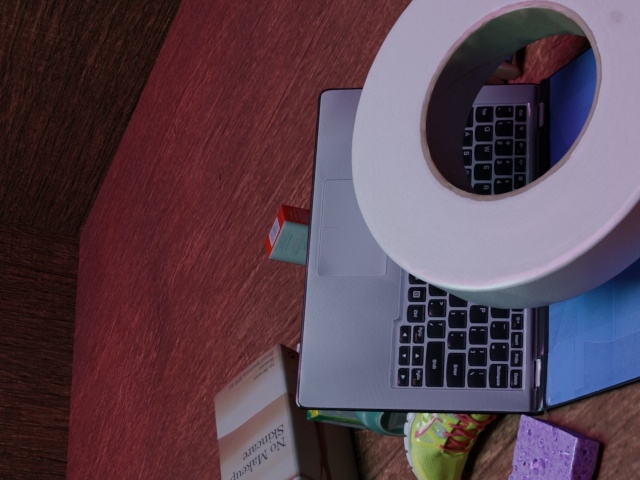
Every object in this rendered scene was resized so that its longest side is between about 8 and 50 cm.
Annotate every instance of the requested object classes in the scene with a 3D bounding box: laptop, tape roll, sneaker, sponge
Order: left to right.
[{"bbox_3d":[0.155,0.186,1.477,0.094,0.082,0.208,30,109,62],"label":"sneaker"},{"bbox_3d":[0.164,-0.034,1.366,0.236,0.408,0.381,62,-149,-66],"label":"laptop"},{"bbox_3d":[0.200,-0.126,1.307,0.392,0.072,0.391,-19,60,36],"label":"tape roll"},{"bbox_3d":[0.215,0.286,1.326,0.117,0.031,0.210,-165,87,-70],"label":"sponge"}]

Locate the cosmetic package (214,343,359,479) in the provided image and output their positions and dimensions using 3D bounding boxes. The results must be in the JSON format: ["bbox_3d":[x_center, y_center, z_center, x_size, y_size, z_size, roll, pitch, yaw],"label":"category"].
[{"bbox_3d":[-0.045,0.307,1.818,0.153,0.129,0.296,-41,37,24],"label":"cosmetic package"}]

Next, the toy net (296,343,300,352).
[{"bbox_3d":[-0.070,0.240,2.103,0.232,0.045,0.122,128,148,-50],"label":"toy net"}]

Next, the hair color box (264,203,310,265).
[{"bbox_3d":[0.000,0.000,1.904,0.043,0.141,0.072,-104,33,-51],"label":"hair color box"}]

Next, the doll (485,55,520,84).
[{"bbox_3d":[0.211,-0.278,1.630,0.129,0.046,0.188,147,131,-62],"label":"doll"}]

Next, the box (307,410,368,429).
[{"bbox_3d":[0.040,0.153,1.766,0.043,0.105,0.179,144,135,-61],"label":"box"}]

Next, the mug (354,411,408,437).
[{"bbox_3d":[0.104,0.174,1.576,0.129,0.158,0.097,-35,41,23],"label":"mug"}]
